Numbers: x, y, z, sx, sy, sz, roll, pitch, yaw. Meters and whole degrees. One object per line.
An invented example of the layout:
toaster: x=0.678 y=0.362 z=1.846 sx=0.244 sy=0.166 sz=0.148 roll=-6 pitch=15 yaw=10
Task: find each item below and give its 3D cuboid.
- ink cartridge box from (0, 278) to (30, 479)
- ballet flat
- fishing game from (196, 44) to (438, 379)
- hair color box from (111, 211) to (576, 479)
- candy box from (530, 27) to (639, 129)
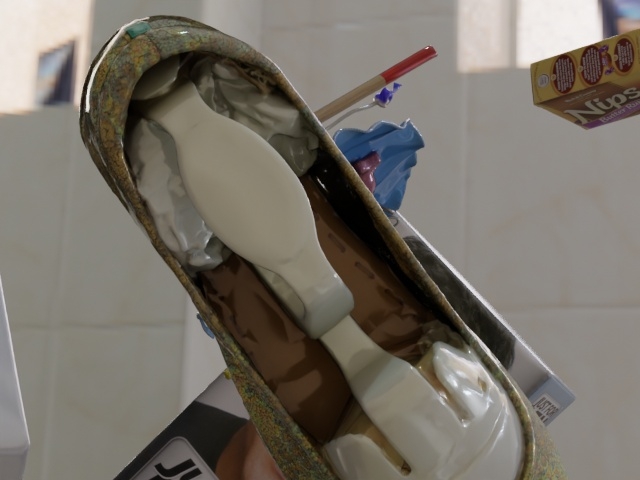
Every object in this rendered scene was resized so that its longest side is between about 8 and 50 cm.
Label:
ink cartridge box: x=-0.460 y=0.122 z=1.314 sx=0.395 sy=0.285 sz=0.166 roll=5 pitch=-52 yaw=-23
ballet flat: x=0.009 y=0.042 z=0.739 sx=0.123 sy=0.348 sz=0.123 roll=-36 pitch=4 yaw=3
fishing game: x=0.000 y=0.000 z=1.000 sx=0.189 sy=0.041 sz=0.264 roll=-31 pitch=-25 yaw=-31
hair color box: x=-0.006 y=0.177 z=1.225 sx=0.374 sy=0.185 sz=0.113 roll=-44 pitch=-24 yaw=3
candy box: x=0.323 y=-0.172 z=1.637 sx=0.187 sy=0.053 sz=0.109 roll=-17 pitch=-21 yaw=37
